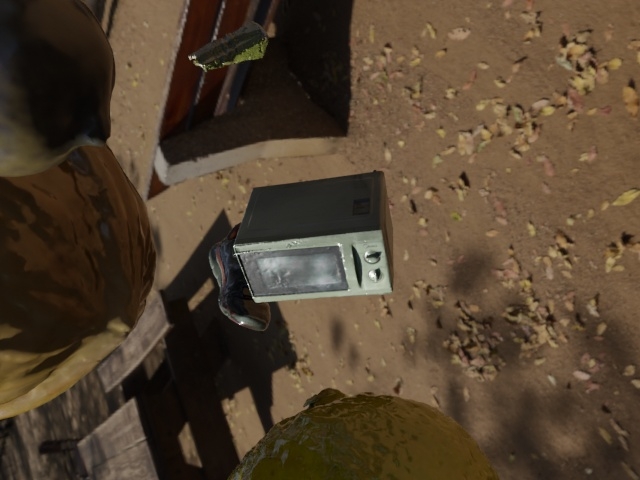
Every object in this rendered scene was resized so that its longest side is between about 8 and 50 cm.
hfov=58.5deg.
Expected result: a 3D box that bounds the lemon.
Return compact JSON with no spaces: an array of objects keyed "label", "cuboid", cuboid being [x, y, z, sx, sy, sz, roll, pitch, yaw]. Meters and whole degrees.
[{"label":"lemon","cuboid":[0.044,0.286,0.487,0.268,0.268,0.321,-38,63,53]}]

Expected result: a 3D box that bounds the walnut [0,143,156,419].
[{"label":"walnut","cuboid":[-0.298,0.002,0.471,0.333,0.333,0.332,23,119,49]}]

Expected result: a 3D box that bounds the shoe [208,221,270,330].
[{"label":"shoe","cuboid":[-0.145,0.065,1.181,0.137,0.114,0.291,-53,37,22]}]

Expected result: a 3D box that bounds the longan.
[{"label":"longan","cuboid":[-0.159,-0.085,0.302,0.092,0.113,0.113,115,134,-72]}]

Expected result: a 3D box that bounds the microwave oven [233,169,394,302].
[{"label":"microwave oven","cuboid":[0.000,0.000,0.830,0.163,0.205,0.129,-79,-20,-51]}]

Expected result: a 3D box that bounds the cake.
[{"label":"cake","cuboid":[-0.153,-0.312,0.954,0.051,0.140,0.055,47,155,14]}]
